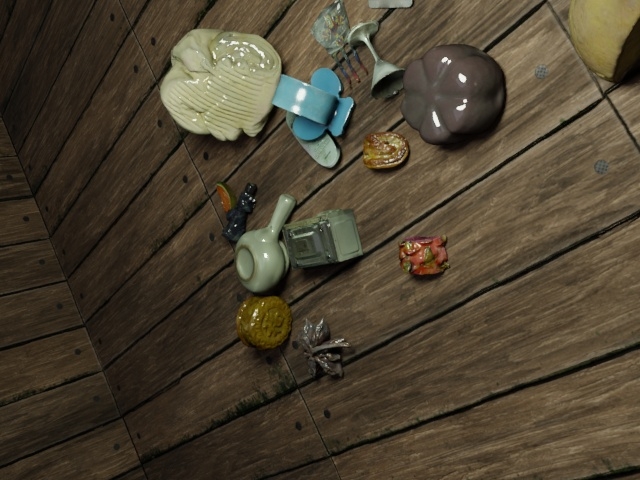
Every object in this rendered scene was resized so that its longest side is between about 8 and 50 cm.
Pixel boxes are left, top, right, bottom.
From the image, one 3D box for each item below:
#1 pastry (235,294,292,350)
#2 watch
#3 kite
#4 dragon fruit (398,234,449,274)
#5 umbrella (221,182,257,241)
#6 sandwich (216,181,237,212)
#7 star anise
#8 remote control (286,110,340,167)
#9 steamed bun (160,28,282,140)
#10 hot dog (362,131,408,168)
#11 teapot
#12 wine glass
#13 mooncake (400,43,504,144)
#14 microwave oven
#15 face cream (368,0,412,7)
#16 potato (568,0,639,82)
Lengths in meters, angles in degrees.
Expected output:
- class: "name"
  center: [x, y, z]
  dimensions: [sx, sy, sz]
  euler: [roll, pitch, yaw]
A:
- class: "pastry"
  center: [-0.186, 0.273, 2.120]
  dimensions: [0.103, 0.188, 0.189]
  euler: [6, 104, 46]
- class: "watch"
  center: [-0.028, -0.382, 1.766]
  dimensions: [0.211, 0.193, 0.211]
  euler: [-2, 86, 32]
- class: "kite"
  center: [0.056, -0.545, 1.787]
  dimensions: [0.141, 0.015, 0.245]
  euler: [-37, 71, 44]
- class: "dragon fruit"
  center: [0.255, 0.038, 1.690]
  dimensions: [0.147, 0.096, 0.102]
  euler: [2, 99, 42]
- class: "umbrella"
  center: [-0.273, -0.102, 2.186]
  dimensions: [0.071, 0.080, 0.224]
  euler: [-106, 35, -54]
- class: "sandwich"
  center: [-0.326, -0.150, 2.245]
  dimensions: [0.067, 0.029, 0.135]
  euler: [-31, 80, 49]
- class: "star anise"
  center: [0.004, 0.340, 2.013]
  dimensions: [0.209, 0.089, 0.231]
  euler: [48, 141, 14]
- class: "remote control"
  center: [-0.021, -0.314, 1.900]
  dimensions: [0.097, 0.045, 0.256]
  euler: [-50, 62, 28]
- class: "steamed bun"
  center: [-0.303, -0.494, 1.963]
  dimensions: [0.247, 0.339, 0.352]
  euler: [-95, 25, -47]
- class: "hot dog"
  center: [0.168, -0.241, 1.724]
  dimensions: [0.147, 0.065, 0.099]
  euler: [6, 95, 45]
- class: "teapot"
  center: [-0.161, 0.026, 2.048]
  dimensions: [0.318, 0.149, 0.220]
  euler: [-51, 57, 40]
- class: "wine glass"
  center: [0.144, -0.471, 1.656]
  dimensions: [0.122, 0.122, 0.183]
  euler: [-42, 68, 41]
- class: "mooncake"
  center: [0.307, -0.347, 1.524]
  dimensions: [0.245, 0.133, 0.245]
  euler: [18, 114, 48]
- class: "microwave oven"
  center: [0.000, 0.000, 1.902]
  dimensions: [0.205, 0.129, 0.163]
  euler: [-14, 90, 45]
- class: "face cream"
  center: [0.169, -0.746, 1.593]
  dimensions: [0.143, 0.089, 0.314]
  euler: [16, 122, 41]
- class: "potato"
  center: [0.525, -0.434, 1.203]
  dimensions: [0.211, 0.264, 0.189]
  euler: [46, 119, 18]
